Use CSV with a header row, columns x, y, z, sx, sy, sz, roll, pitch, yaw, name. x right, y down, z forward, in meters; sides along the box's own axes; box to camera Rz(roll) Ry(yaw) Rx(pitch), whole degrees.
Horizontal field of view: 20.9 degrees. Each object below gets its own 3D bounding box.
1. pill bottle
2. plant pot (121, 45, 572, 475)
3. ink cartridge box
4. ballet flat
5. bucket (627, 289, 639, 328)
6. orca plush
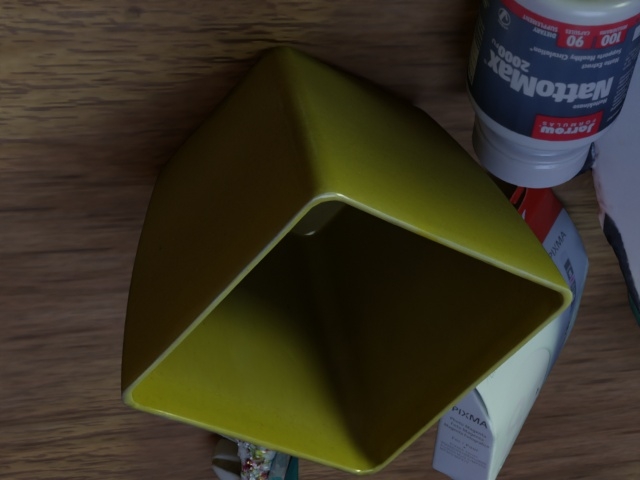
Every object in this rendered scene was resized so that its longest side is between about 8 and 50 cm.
x,y,z,sx,sy,sz,roll,pitch,yaw,name
0.152,-0.122,1.131,0.108,0.108,0.180,-11,143,-13,pill bottle
0.000,0.000,1.138,0.212,0.187,0.212,21,128,-35,plant pot
0.151,0.054,1.306,0.066,0.189,0.232,25,144,12,ink cartridge box
-0.053,0.167,1.445,0.077,0.091,0.241,12,137,7,ballet flat
0.402,0.074,1.440,0.281,0.183,0.281,-13,144,-10,bucket
0.274,-0.041,1.271,0.151,0.102,0.287,-8,115,41,orca plush
